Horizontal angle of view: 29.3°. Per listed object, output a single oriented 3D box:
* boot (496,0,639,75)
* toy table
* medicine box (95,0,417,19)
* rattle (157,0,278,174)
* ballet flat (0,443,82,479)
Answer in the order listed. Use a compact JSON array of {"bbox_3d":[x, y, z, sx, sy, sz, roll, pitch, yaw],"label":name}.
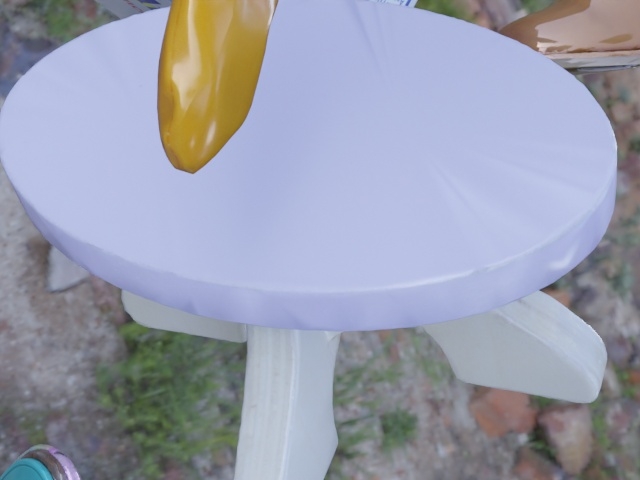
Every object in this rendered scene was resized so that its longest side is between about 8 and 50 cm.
[{"bbox_3d":[0.226,-0.243,0.895,0.109,0.283,0.220,-156,-131,-73],"label":"boot"},{"bbox_3d":[0.000,0.000,0.577,0.252,0.274,0.161,-54,148,-30],"label":"toy table"},{"bbox_3d":[-0.041,-0.275,0.873,0.263,0.149,0.289,33,83,-33],"label":"medicine box"},{"bbox_3d":[0.053,-0.103,0.363,0.200,0.130,0.142,1,71,-9],"label":"rattle"},{"bbox_3d":[-0.161,0.199,0.686,0.079,0.221,0.077,3,32,-43],"label":"ballet flat"}]
